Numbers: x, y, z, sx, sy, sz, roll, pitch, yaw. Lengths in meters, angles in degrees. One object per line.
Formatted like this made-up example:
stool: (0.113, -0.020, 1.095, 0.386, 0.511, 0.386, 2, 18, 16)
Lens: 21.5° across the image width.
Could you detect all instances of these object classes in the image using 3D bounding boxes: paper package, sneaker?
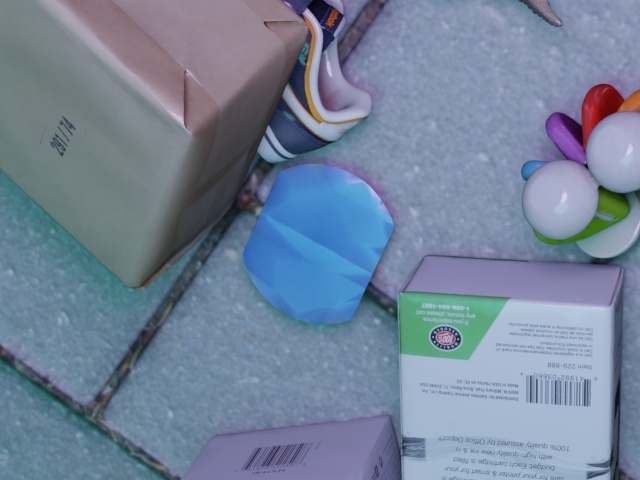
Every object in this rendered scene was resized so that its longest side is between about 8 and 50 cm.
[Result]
paper package: (-0.203, -0.161, 1.573, 0.309, 0.168, 0.325, 42, 150, 7)
sneaker: (-0.055, -0.234, 1.621, 0.127, 0.126, 0.321, -17, 115, 26)

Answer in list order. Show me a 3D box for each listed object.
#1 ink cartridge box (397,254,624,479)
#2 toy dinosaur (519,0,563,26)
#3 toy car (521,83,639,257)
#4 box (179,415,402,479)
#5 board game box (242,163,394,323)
ink cartridge box: (0.192, 0.173, 1.695, 0.211, 0.121, 0.289, 4, 110, 15)
toy dinosaur: (0.092, -0.291, 1.566, 0.296, 0.127, 0.200, 42, 123, -15)
toy car: (0.266, -0.075, 1.589, 0.182, 0.159, 0.136, -38, 61, 24)
box: (-0.004, 0.386, 1.801, 0.215, 0.168, 0.345, -9, 107, 18)
board game box: (0.000, 0.000, 1.739, 0.133, 0.033, 0.168, 28, 109, 10)
